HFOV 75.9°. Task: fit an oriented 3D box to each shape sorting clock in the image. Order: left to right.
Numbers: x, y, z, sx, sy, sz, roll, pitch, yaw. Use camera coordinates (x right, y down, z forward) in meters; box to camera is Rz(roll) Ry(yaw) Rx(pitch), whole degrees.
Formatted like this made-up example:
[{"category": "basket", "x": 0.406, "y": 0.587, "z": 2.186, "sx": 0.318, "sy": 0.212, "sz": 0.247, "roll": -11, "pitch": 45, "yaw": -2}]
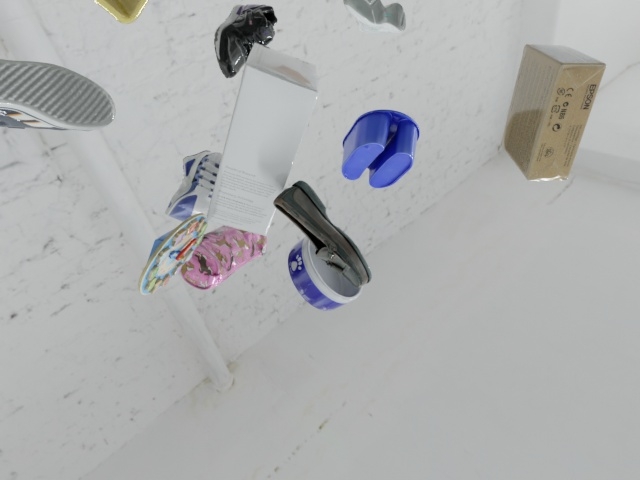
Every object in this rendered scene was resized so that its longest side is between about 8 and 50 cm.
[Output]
[{"category": "shape sorting clock", "x": -0.302, "y": 0.029, "z": 0.859, "sx": 0.040, "sy": 0.206, "sz": 0.206, "roll": 32, "pitch": -129, "yaw": 3}]

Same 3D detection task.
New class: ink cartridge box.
[{"category": "ink cartridge box", "x": 0.474, "y": -0.272, "z": 0.865, "sx": 0.088, "sy": 0.235, "sz": 0.193, "roll": 1, "pitch": -144, "yaw": 5}]

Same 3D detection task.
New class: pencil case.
[{"category": "pencil case", "x": -0.322, "y": 0.037, "z": 1.413, "sx": 0.167, "sy": 0.160, "sz": 0.386, "roll": -2, "pitch": -165, "yaw": 20}]

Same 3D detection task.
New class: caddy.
[{"category": "caddy", "x": 0.213, "y": -0.342, "z": 1.510, "sx": 0.241, "sy": 0.341, "sz": 0.179, "roll": 16, "pitch": -112, "yaw": -13}]

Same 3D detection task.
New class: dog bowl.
[{"category": "dog bowl", "x": 0.020, "y": 0.097, "z": 1.378, "sx": 0.104, "sy": 0.265, "sz": 0.265, "roll": -35, "pitch": -151, "yaw": 32}]

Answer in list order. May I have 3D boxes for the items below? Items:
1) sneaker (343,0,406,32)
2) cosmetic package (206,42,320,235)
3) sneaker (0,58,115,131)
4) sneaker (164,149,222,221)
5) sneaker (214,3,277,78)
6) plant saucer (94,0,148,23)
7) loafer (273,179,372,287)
[{"category": "sneaker", "x": 0.078, "y": -0.359, "z": 0.659, "sx": 0.061, "sy": 0.054, "sz": 0.152, "roll": 2, "pitch": -171, "yaw": 40}, {"category": "cosmetic package", "x": -0.134, "y": -0.219, "z": 0.928, "sx": 0.155, "sy": 0.366, "sz": 0.197, "roll": 15, "pitch": -147, "yaw": -13}, {"category": "sneaker", "x": -0.594, "y": -0.286, "z": 0.817, "sx": 0.127, "sy": 0.126, "sz": 0.321, "roll": -6, "pitch": 174, "yaw": 45}, {"category": "sneaker", "x": -0.498, "y": -0.230, "z": 1.633, "sx": 0.316, "sy": 0.127, "sz": 0.182, "roll": -55, "pitch": -137, "yaw": 4}, {"category": "sneaker", "x": -0.192, "y": -0.553, "z": 1.105, "sx": 0.124, "sy": 0.107, "sz": 0.284, "roll": 1, "pitch": -122, "yaw": 15}, {"category": "plant saucer", "x": -0.278, "y": -0.491, "z": 0.445, "sx": 0.081, "sy": 0.332, "sz": 0.333, "roll": 32, "pitch": -88, "yaw": 29}, {"category": "loafer", "x": 0.000, "y": 0.000, "z": 0.876, "sx": 0.084, "sy": 0.096, "sz": 0.268, "roll": -35, "pitch": -94, "yaw": -26}]
